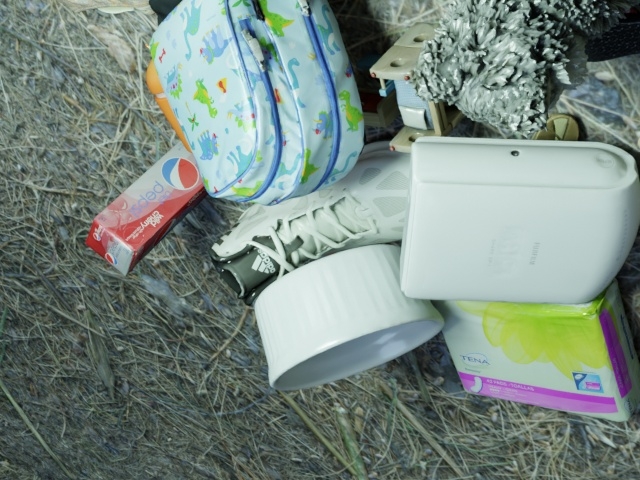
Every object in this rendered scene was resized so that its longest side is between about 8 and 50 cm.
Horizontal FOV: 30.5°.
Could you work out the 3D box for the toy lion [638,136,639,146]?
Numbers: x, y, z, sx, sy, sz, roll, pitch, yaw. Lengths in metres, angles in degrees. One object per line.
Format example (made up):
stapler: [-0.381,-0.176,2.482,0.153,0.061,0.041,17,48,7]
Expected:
toy lion: [0.453,-0.136,1.433,0.096,0.034,0.100,28,143,5]

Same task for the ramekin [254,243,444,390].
ramekin: [0.035,0.114,1.768,0.277,0.277,0.135,-46,60,54]

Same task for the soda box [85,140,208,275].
soda box: [-0.272,-0.065,1.961,0.092,0.263,0.083,39,143,3]

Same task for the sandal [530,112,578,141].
sandal: [0.291,-0.108,1.589,0.072,0.049,0.180,17,129,-13]

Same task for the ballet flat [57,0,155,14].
ballet flat: [-0.300,-0.398,1.806,0.316,0.107,0.106,10,154,42]

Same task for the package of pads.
package of pads: [0.322,0.144,1.775,0.297,0.101,0.229,5,130,39]

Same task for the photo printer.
photo printer: [0.266,-0.022,1.564,0.308,0.107,0.256,2,139,0]

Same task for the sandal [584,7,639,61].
sandal: [0.360,-0.251,1.396,0.179,0.040,0.067,2,136,23]

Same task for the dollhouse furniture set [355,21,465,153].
dollhouse furniture set: [0.088,-0.211,1.599,0.184,0.129,0.129,11,134,35]

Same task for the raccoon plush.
raccoon plush: [0.197,-0.328,1.211,0.216,0.299,0.446,15,141,41]

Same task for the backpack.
backpack: [-0.085,-0.223,1.586,0.290,0.273,0.355,-23,100,50]

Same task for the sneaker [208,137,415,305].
sneaker: [0.000,0.001,1.788,0.447,0.257,0.169,-14,117,48]

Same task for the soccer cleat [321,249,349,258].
soccer cleat: [0.095,0.085,1.926,0.248,0.095,0.083,23,140,24]

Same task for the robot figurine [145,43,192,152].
robot figurine: [-0.188,-0.226,1.839,0.219,0.128,0.158,59,180,-22]
